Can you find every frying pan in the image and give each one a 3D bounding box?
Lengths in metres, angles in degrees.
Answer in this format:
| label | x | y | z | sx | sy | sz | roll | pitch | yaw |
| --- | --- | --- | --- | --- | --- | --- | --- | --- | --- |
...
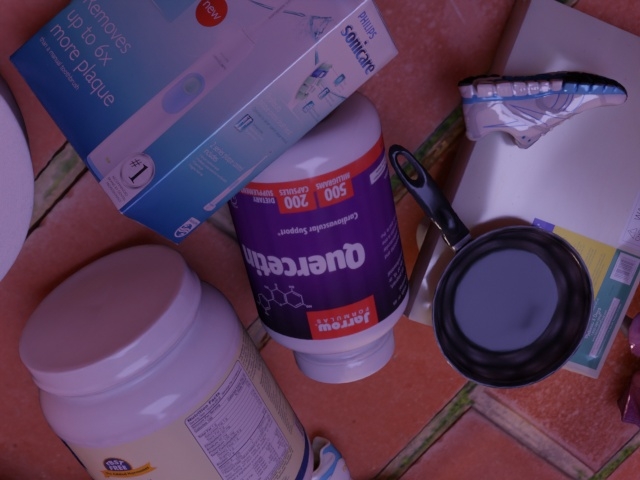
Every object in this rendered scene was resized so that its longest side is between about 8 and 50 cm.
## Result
| label | x | y | z | sx | sy | sz | roll | pitch | yaw |
| --- | --- | --- | --- | --- | --- | --- | --- | --- | --- |
| frying pan | 0.167 | 0.047 | 1.131 | 0.326 | 0.053 | 0.197 | 28 | 96 | -14 |

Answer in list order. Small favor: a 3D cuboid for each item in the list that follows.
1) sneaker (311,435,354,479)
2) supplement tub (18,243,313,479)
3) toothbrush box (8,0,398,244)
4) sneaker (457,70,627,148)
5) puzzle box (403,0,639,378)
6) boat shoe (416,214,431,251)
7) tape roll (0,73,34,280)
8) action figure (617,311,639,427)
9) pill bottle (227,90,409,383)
| label | x | y | z | sx | sy | sz | roll | pitch | yaw |
| --- | --- | --- | --- | --- | --- | --- | --- | --- | --- |
| sneaker | -0.070 | 0.349 | 1.337 | 0.229 | 0.087 | 0.092 | -27 | 111 | -10 |
| supplement tub | -0.169 | 0.189 | 1.120 | 0.235 | 0.235 | 0.324 | -29 | 122 | -3 |
| toothbrush box | -0.110 | -0.179 | 0.945 | 0.295 | 0.216 | 0.126 | -39 | 159 | 3 |
| sneaker | 0.248 | -0.145 | 1.104 | 0.191 | 0.071 | 0.082 | -3 | 109 | -2 |
| puzzle box | 0.288 | -0.058 | 1.187 | 0.272 | 0.052 | 0.408 | 19 | 98 | -15 |
| boat shoe | 0.239 | 0.066 | 1.280 | 0.108 | 0.102 | 0.301 | -41 | 123 | 4 |
| tape roll | -0.479 | -0.062 | 0.954 | 0.392 | 0.072 | 0.391 | -10 | 124 | -14 |
| action figure | 0.520 | 0.173 | 1.354 | 0.248 | 0.275 | 0.370 | -18 | 135 | -3 |
| pill bottle | 0.000 | 0.000 | 1.112 | 0.182 | 0.181 | 0.322 | -19 | 121 | -10 |
